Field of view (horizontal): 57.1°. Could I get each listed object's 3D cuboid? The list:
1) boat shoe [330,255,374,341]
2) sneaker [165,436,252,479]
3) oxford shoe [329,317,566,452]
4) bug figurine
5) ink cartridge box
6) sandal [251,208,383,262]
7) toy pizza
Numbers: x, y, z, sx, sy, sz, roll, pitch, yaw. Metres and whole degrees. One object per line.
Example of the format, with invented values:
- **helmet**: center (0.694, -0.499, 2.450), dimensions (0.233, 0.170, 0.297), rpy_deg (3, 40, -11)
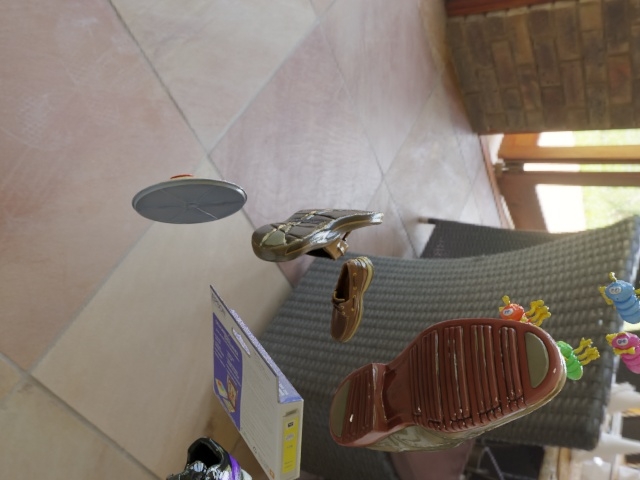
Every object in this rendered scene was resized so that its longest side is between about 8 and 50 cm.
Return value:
- **boat shoe**: center (0.046, 0.113, 1.124), dimensions (0.060, 0.064, 0.178), rpy_deg (-1, 114, -40)
- **sneaker**: center (-0.176, 0.396, 0.822), dimensions (0.293, 0.102, 0.146), rpy_deg (-95, 163, -67)
- **oxford shoe**: center (0.156, 0.183, 0.703), dimensions (0.130, 0.348, 0.123), rpy_deg (24, 57, -26)
- **bug figurine**: center (0.454, 0.158, 1.019), dimensions (0.216, 0.279, 0.072), rpy_deg (49, 47, -18)
- **ink cartridge box**: center (-0.136, 0.284, 1.196), dimensions (0.072, 0.303, 0.307), rpy_deg (-13, 126, -30)
- **sandal**: center (0.000, 0.000, 0.703), dimensions (0.219, 0.090, 0.060), rpy_deg (-27, 119, -57)
- **toy pizza**: center (-0.232, -0.076, 1.047), dimensions (0.201, 0.201, 0.032), rpy_deg (18, 59, -55)
